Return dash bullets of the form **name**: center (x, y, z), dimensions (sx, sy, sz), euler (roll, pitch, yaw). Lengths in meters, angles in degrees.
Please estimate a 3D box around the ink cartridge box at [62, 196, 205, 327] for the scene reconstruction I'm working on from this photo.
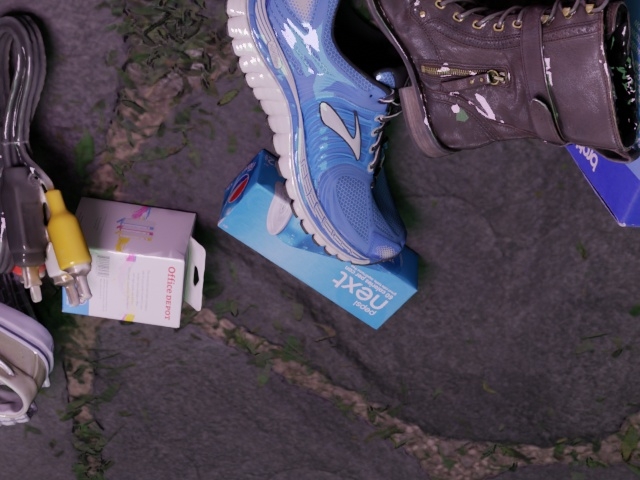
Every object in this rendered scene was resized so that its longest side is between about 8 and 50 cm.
- **ink cartridge box**: center (-0.191, 0.024, 1.438), dimensions (0.143, 0.090, 0.092), euler (8, 126, -2)

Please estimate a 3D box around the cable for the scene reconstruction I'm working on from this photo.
- **cable**: center (-0.290, -0.073, 1.354), dimensions (0.139, 0.072, 0.287), euler (-5, 91, 45)

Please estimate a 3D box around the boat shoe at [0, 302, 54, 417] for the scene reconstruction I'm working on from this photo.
- **boat shoe**: center (-0.408, 0.080, 1.353), dimensions (0.302, 0.094, 0.109), euler (23, 121, -13)

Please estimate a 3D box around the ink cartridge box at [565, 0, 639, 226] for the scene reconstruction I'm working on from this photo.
- **ink cartridge box**: center (0.389, -0.151, 1.191), dimensions (0.270, 0.151, 0.395), euler (2, 130, -21)

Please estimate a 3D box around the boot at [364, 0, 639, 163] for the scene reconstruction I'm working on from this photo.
- **boot**: center (0.162, -0.186, 1.174), dimensions (0.229, 0.091, 0.262), euler (-4, 109, 45)

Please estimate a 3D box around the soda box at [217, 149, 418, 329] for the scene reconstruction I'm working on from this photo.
- **soda box**: center (0.000, 0.000, 1.421), dimensions (0.210, 0.067, 0.071), euler (33, 122, -19)

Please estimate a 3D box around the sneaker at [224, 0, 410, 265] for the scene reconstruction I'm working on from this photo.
- **sneaker**: center (0.029, -0.116, 1.298), dimensions (0.147, 0.129, 0.330), euler (-13, 124, 16)

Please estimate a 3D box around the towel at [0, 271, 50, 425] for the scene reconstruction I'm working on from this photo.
- **towel**: center (-0.438, 0.076, 1.481), dimensions (0.235, 0.121, 0.283), euler (-10, 123, 9)
